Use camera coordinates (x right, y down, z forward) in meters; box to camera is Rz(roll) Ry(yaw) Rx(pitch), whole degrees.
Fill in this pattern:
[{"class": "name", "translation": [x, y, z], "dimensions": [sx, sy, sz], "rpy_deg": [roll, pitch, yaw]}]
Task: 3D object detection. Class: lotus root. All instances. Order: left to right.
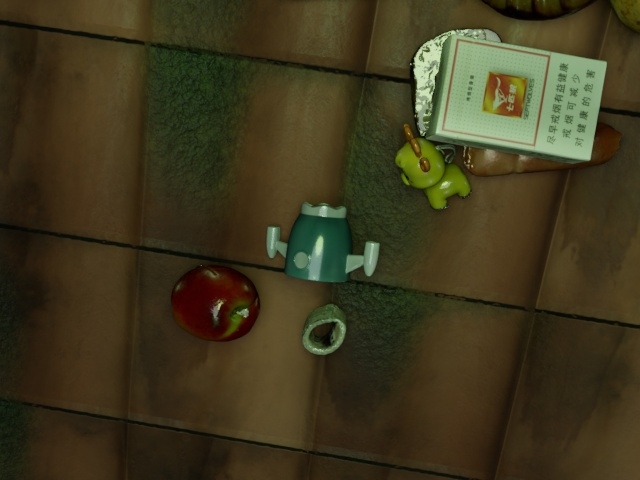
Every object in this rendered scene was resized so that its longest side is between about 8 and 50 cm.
[{"class": "lotus root", "translation": [0.283, -0.373, 1.483], "dimensions": [0.261, 0.074, 0.170], "rpy_deg": [-36, 98, 14]}]

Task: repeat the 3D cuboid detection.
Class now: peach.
[{"class": "peach", "translation": [-0.263, 0.151, 1.644], "dimensions": [0.196, 0.226, 0.190], "rpy_deg": [-55, 133, -18]}]

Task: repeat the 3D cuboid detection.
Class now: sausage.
[{"class": "sausage", "translation": [0.489, -0.204, 1.492], "dimensions": [0.349, 0.094, 0.097], "rpy_deg": [-4, 106, 3]}]

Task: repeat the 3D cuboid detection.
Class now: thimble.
[{"class": "thimble", "translation": [0.011, 0.223, 1.656], "dimensions": [0.102, 0.090, 0.115], "rpy_deg": [32, 106, -4]}]

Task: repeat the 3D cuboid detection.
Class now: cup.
[{"class": "cup", "translation": [0.000, 0.000, 1.564], "dimensions": [0.300, 0.168, 0.173], "rpy_deg": [10, 98, 28]}]

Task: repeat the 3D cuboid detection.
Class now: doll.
[{"class": "doll", "translation": [0.242, -0.165, 1.478], "dimensions": [0.135, 0.142, 0.221], "rpy_deg": [-29, 134, 15]}]

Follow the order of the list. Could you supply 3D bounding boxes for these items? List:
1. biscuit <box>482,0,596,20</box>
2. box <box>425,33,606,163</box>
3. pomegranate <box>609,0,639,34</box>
[{"class": "biscuit", "translation": [0.439, -0.579, 1.336], "dimensions": [0.367, 0.115, 0.268], "rpy_deg": [10, 118, 32]}, {"class": "box", "translation": [0.403, -0.291, 1.383], "dimensions": [0.331, 0.095, 0.210], "rpy_deg": [9, 91, -5]}, {"class": "pomegranate", "translation": [0.687, -0.528, 1.334], "dimensions": [0.216, 0.215, 0.215], "rpy_deg": [1, 105, 5]}]
